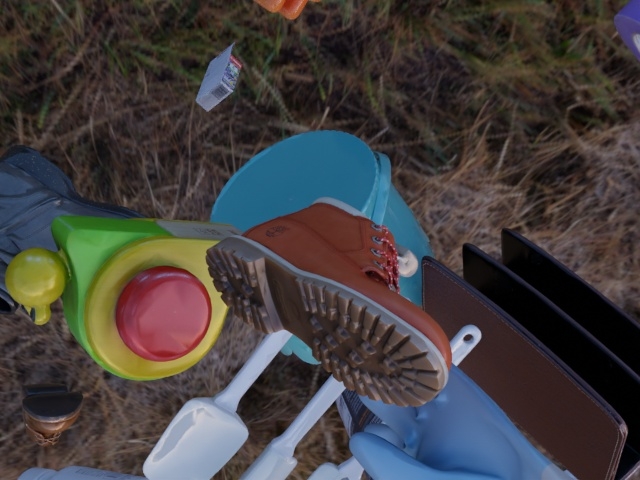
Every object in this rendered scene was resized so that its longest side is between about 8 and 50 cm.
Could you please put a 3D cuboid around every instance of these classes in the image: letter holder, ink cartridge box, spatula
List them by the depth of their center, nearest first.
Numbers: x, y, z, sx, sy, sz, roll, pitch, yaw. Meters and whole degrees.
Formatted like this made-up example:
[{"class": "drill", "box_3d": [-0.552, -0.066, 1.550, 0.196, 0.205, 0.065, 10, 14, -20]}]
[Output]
[{"class": "spatula", "box_3d": [-0.005, 0.125, 0.785, 0.168, 0.019, 0.242, 34, 106, -16]}, {"class": "letter holder", "box_3d": [0.271, 0.113, 1.200, 0.152, 0.214, 0.302, -38, 58, -16]}, {"class": "ink cartridge box", "box_3d": [-0.158, -0.262, 1.649, 0.029, 0.062, 0.115, 41, 36, -25]}]

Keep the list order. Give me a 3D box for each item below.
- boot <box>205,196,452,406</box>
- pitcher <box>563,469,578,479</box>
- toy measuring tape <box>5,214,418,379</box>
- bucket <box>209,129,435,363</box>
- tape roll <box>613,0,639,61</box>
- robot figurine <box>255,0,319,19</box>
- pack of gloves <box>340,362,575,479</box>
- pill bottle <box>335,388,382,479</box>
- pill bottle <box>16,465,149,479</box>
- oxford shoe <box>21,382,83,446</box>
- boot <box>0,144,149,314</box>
[{"class": "boot", "box_3d": [0.020, 0.021, 0.513, 0.084, 0.158, 0.059, -29, 128, -28]}, {"class": "pitcher", "box_3d": [0.331, 0.433, 1.475, 0.177, 0.125, 0.207, -13, 120, 3]}, {"class": "toy measuring tape", "box_3d": [-0.076, 0.047, 0.795, 0.330, 0.121, 0.122, 4, 78, -31]}, {"class": "bucket", "box_3d": [0.000, 0.000, 1.375, 0.281, 0.183, 0.281, -17, 44, 17]}, {"class": "tape roll", "box_3d": [0.437, -0.223, 1.203, 0.189, 0.189, 0.080, 45, 98, 3]}, {"class": "robot figurine", "box_3d": [-0.019, -0.406, 1.373, 0.158, 0.128, 0.219, 26, 107, -22]}, {"class": "pack of gloves", "box_3d": [0.055, 0.171, 0.491, 0.046, 0.232, 0.195, -1, 116, -30]}, {"class": "pill bottle", "box_3d": [0.088, 0.181, 1.103, 0.130, 0.246, 0.131, -5, 113, -11]}, {"class": "pill bottle", "box_3d": [-0.367, 0.423, 1.625, 0.229, 0.131, 0.131, 3, 78, 25]}, {"class": "oxford shoe", "box_3d": [-0.346, 0.230, 1.332, 0.076, 0.212, 0.076, 1, 88, -18]}, {"class": "boot", "box_3d": [-0.260, 0.022, 1.011, 0.246, 0.083, 0.161, 31, 46, 3]}]
